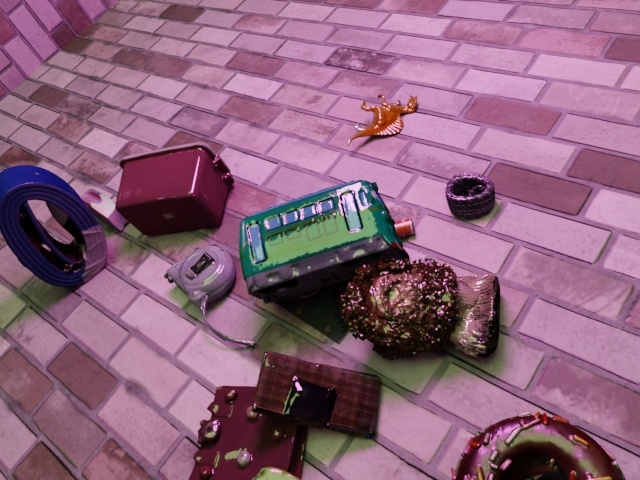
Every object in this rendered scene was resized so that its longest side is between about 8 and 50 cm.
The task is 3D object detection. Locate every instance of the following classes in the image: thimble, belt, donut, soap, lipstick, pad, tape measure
[{"bbox_3d":[0.334,-0.100,1.298,0.104,0.066,0.095,23,62,35],"label":"thimble"},{"bbox_3d":[-0.698,-0.035,1.502,0.212,0.347,0.117,-36,47,-17],"label":"belt"},{"bbox_3d":[0.331,0.386,0.880,0.270,0.103,0.269,-13,49,16],"label":"donut"},{"bbox_3d":[-0.631,-0.094,1.687,0.149,0.100,0.056,23,65,35],"label":"soap"},{"bbox_3d":[0.149,-0.018,1.329,0.131,0.038,0.038,-15,49,12],"label":"lipstick"},{"bbox_3d":[0.005,0.112,1.310,0.245,0.006,0.170,27,67,38],"label":"pad"},{"bbox_3d":[-0.230,0.118,1.353,0.164,0.084,0.330,-48,49,-12],"label":"tape measure"}]

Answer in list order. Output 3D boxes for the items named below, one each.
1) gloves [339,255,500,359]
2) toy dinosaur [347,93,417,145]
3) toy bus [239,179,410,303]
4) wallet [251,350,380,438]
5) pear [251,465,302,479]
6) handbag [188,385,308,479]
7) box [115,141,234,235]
[{"bbox_3d":[0.191,0.134,1.118,0.312,0.135,0.210,12,78,7],"label":"gloves"},{"bbox_3d":[0.168,-0.315,1.568,0.142,0.057,0.212,18,72,12],"label":"toy dinosaur"},{"bbox_3d":[0.000,0.000,1.250,0.343,0.183,0.199,-17,72,9],"label":"toy bus"},{"bbox_3d":[-0.005,0.286,1.085,0.230,0.042,0.124,14,53,-4],"label":"wallet"},{"bbox_3d":[-0.032,0.557,0.824,0.318,0.238,0.342,21,57,21],"label":"pear"},{"bbox_3d":[-0.135,0.376,1.108,0.216,0.074,0.203,-3,50,20],"label":"handbag"},{"bbox_3d":[-0.396,-0.130,1.560,0.294,0.193,0.167,-8,56,18],"label":"box"}]
